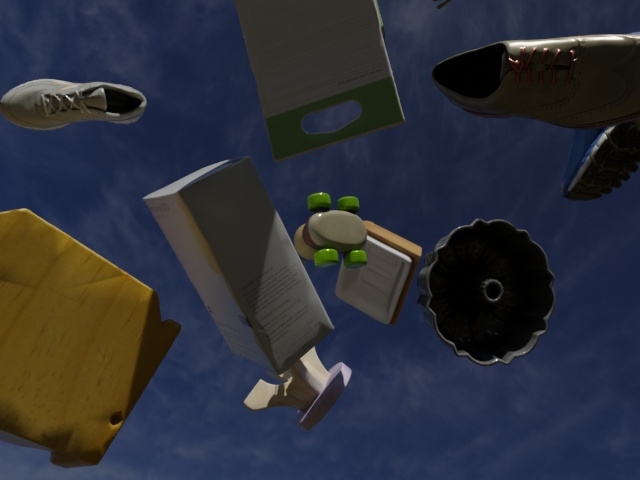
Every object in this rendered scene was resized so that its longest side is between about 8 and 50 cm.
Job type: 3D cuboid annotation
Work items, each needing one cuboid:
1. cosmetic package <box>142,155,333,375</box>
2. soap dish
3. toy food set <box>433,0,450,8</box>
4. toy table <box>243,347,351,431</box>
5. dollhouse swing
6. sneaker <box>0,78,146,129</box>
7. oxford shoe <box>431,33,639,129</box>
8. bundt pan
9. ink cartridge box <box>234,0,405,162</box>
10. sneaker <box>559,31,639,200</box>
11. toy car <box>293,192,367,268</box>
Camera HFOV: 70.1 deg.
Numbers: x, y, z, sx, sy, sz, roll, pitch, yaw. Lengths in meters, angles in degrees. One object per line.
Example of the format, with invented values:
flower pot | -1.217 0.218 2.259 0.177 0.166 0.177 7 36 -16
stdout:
cosmetic package | -0.157 0.046 0.885 0.217 0.156 0.384 -1 -59 55
soap dish | 0.175 0.094 1.396 0.229 0.118 0.290 28 -49 22
toy food set | 0.225 -0.528 0.921 0.078 0.019 0.122 -35 -92 5
toy table | -0.048 0.338 1.112 0.161 0.252 0.274 36 -41 4
dollhouse swing | -0.478 0.150 0.693 0.305 0.315 0.347 -3 -38 50
sneaker | -0.472 -0.274 0.892 0.121 0.263 0.099 13 -66 56
oxford shoe | 0.318 -0.224 0.641 0.348 0.130 0.122 11 -81 48
bundt pan | 0.367 0.116 1.067 0.331 0.124 0.330 1 -93 -15
ink cartridge box | -0.001 -0.228 0.570 0.171 0.056 0.234 -15 -92 14
sneaker | 0.552 -0.236 0.889 0.130 0.147 0.329 13 -75 -26
toy car | 0.000 0.000 1.044 0.149 0.154 0.188 4 -19 -32
